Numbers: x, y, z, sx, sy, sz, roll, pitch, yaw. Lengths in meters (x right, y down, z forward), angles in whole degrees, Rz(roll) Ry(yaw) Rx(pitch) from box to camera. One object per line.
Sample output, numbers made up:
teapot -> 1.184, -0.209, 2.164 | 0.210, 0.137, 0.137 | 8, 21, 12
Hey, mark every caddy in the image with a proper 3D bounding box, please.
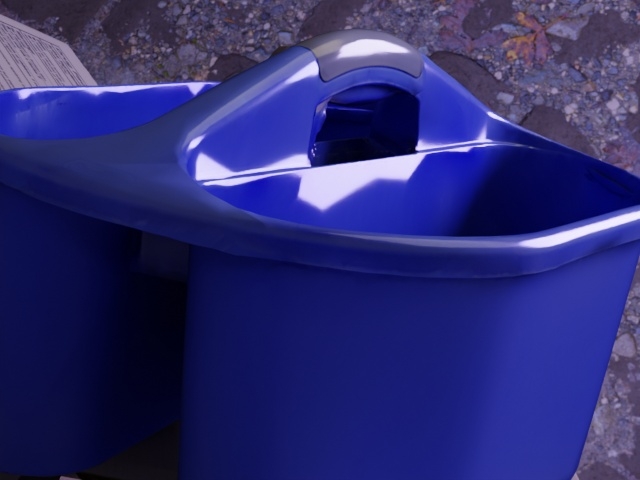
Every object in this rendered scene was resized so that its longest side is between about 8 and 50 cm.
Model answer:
caddy -> 0.000, 0.000, 0.643 | 0.241, 0.179, 0.341 | 18, 15, 26

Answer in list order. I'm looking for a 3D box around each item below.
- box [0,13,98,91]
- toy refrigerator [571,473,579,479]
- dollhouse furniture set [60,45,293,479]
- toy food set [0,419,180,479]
box -> -0.196, -0.036, 0.758 | 0.148, 0.127, 0.232 | 54, 14, 22
toy refrigerator -> 0.056, 0.110, 0.809 | 0.269, 0.094, 0.102 | -111, -162, -58
dollhouse furniture set -> -0.119, 0.035, 1.177 | 0.174, 0.355, 0.303 | 43, -9, -21
toy food set -> -0.104, 0.123, 0.767 | 0.220, 0.092, 0.306 | 12, -3, -5
